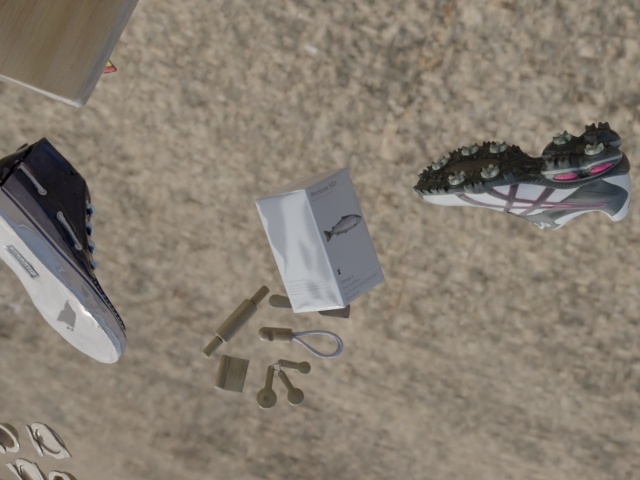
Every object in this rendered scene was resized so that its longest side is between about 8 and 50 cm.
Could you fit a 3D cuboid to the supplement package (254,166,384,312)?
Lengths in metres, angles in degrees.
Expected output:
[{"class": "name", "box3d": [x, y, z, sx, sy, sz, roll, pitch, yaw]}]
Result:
[{"class": "supplement package", "box3d": [0.000, 0.000, 1.753, 0.105, 0.105, 0.179, -9, 105, 43]}]

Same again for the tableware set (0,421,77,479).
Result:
[{"class": "tableware set", "box3d": [-0.391, 0.304, 1.675, 0.168, 0.020, 0.141, -1, 122, 40]}]

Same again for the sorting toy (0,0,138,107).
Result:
[{"class": "sorting toy", "box3d": [-0.308, -0.287, 1.370, 0.255, 0.257, 0.089, 21, 168, 18]}]

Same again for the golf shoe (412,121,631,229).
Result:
[{"class": "golf shoe", "box3d": [0.249, -0.061, 1.511, 0.272, 0.105, 0.120, -5, 124, 28]}]

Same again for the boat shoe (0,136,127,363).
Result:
[{"class": "boat shoe", "box3d": [-0.360, 0.009, 1.754, 0.127, 0.158, 0.341, -7, 126, 42]}]

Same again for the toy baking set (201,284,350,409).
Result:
[{"class": "toy baking set", "box3d": [-0.074, 0.177, 2.100, 0.196, 0.256, 0.030, 36, 165, 9]}]
